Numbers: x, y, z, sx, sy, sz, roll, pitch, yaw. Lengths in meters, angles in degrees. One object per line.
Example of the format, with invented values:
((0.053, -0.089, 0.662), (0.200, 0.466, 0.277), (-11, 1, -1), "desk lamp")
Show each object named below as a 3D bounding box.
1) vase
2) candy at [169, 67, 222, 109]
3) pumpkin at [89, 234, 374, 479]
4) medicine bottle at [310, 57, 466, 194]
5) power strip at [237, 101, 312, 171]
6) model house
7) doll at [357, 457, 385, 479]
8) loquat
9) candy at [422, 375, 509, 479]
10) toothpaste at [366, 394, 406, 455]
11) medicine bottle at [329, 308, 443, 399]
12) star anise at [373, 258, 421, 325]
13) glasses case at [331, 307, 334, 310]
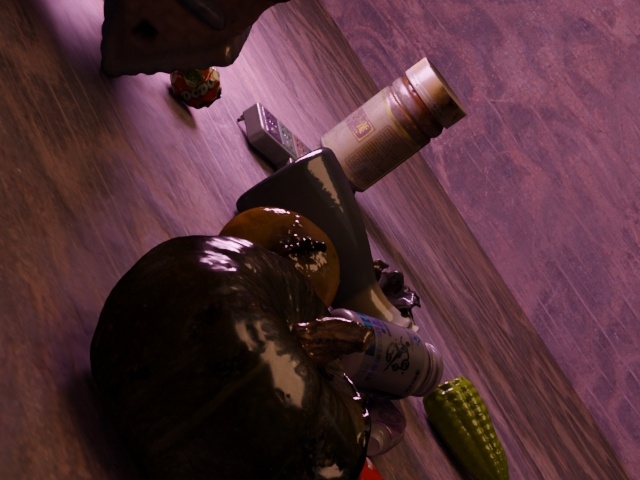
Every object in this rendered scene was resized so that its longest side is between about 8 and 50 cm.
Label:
((0.022, 0.030, 1.718), (0.321, 0.173, 0.173), (58, 14, 0), "vase")
((-0.223, -0.301, 1.934), (0.084, 0.078, 0.287), (43, 9, -24), "candy")
((-0.080, 0.104, 1.033), (0.232, 0.242, 0.325), (53, 8, -34), "pumpkin")
((0.140, -0.233, 2.382), (0.151, 0.322, 0.151), (49, 14, -17), "medicine bottle")
((-0.064, -0.146, 2.085), (0.216, 0.061, 0.145), (39, 27, -43), "power strip")
((-0.253, -0.456, 1.619), (0.445, 0.400, 0.395), (40, 30, -18), "model house")
((0.016, 0.272, 1.246), (0.336, 0.105, 0.200), (56, 14, -23), "doll")
((-0.061, 0.037, 1.463), (0.172, 0.149, 0.204), (29, -15, -11), "loquat")
((0.252, 0.329, 1.873), (0.209, 0.097, 0.097), (60, 15, 13), "candy")
((0.091, 0.255, 1.623), (0.075, 0.048, 0.301), (43, 12, 3), "toothpaste")
((0.083, 0.167, 1.588), (0.191, 0.107, 0.107), (19, 33, -38), "medicine bottle")
((0.112, 0.101, 1.896), (0.180, 0.061, 0.204), (65, -24, -2), "star anise")
((0.093, 0.147, 1.826), (0.193, 0.074, 0.049), (51, 18, -7), "glasses case")
